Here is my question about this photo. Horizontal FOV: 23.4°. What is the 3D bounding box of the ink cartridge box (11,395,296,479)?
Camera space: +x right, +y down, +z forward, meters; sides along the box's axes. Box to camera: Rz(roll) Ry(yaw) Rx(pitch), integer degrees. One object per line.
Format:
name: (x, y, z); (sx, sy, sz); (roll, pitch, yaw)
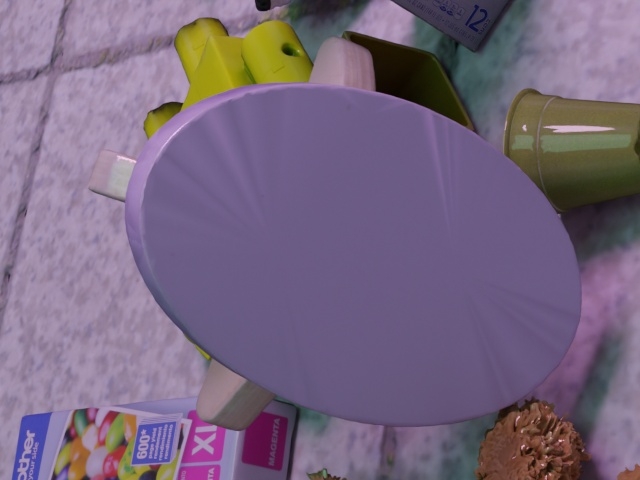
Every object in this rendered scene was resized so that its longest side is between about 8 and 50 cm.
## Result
ink cartridge box: (-0.154, 0.217, 1.145); (0.311, 0.065, 0.185); (-12, 64, 45)

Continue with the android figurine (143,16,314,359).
android figurine: (-0.059, -0.029, 1.099); (0.273, 0.056, 0.248); (63, 140, 40)

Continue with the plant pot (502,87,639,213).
plant pot: (0.163, -0.053, 0.924); (0.079, 0.083, 0.083); (-1, 72, 33)

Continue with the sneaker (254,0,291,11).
sneaker: (-0.016, -0.258, 1.208); (0.081, 0.080, 0.211); (-7, 51, 3)

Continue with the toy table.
toy table: (0.000, 0.000, 0.898); (0.252, 0.274, 0.161); (-61, 24, -6)

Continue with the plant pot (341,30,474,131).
plant pot: (0.040, -0.080, 1.058); (0.083, 0.081, 0.081); (-54, 42, 33)

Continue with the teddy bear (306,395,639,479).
teddy bear: (0.081, 0.209, 0.855); (0.338, 0.113, 0.245); (-24, 34, 28)

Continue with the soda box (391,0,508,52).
soda box: (0.014, -0.231, 0.990); (0.098, 0.286, 0.091); (-57, 41, 11)
